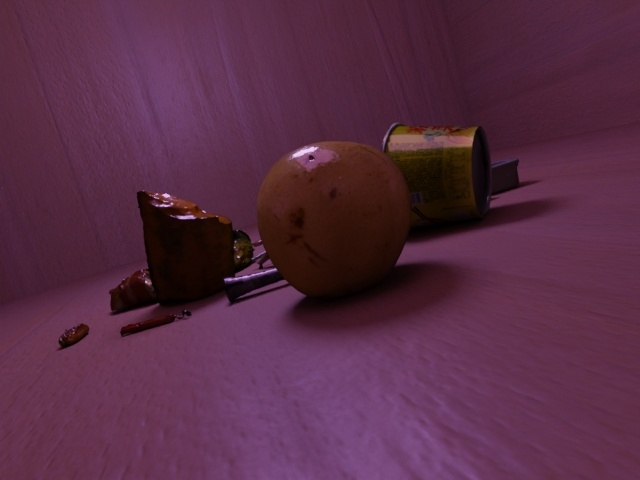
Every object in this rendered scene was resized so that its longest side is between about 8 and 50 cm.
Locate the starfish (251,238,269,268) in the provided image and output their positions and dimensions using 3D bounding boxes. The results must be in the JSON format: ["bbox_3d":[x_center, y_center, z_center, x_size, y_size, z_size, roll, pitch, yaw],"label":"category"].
[{"bbox_3d":[-0.003,-0.011,1.405,0.383,0.132,0.398,-22,5,-8],"label":"starfish"}]

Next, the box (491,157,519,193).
[{"bbox_3d":[0.566,-0.205,1.631,0.172,0.093,0.124,-18,8,-4],"label":"box"}]

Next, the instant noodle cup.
[{"bbox_3d":[0.315,-0.169,1.292,0.221,0.312,0.311,0,16,30],"label":"instant noodle cup"}]

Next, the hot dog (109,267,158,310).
[{"bbox_3d":[-0.541,0.139,1.485,0.213,0.103,0.146,-17,9,6],"label":"hot dog"}]

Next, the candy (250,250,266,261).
[{"bbox_3d":[-0.086,-0.004,1.554,0.305,0.083,0.091,-31,50,-23],"label":"candy"}]

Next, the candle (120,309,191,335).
[{"bbox_3d":[-0.374,0.184,1.122,0.167,0.021,0.026,-16,9,4],"label":"candle"}]

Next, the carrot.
[{"bbox_3d":[-0.359,0.009,1.347,0.241,0.341,0.241,-2,18,1],"label":"carrot"}]

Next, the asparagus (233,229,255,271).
[{"bbox_3d":[-0.293,0.034,1.706,0.128,0.108,0.382,-17,10,-10],"label":"asparagus"}]

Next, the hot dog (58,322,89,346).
[{"bbox_3d":[-0.618,0.233,1.235,0.049,0.037,0.122,-14,9,-5],"label":"hot dog"}]

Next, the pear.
[{"bbox_3d":[0.029,-0.045,0.949,0.309,0.309,0.309,-16,8,2],"label":"pear"}]

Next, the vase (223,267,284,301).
[{"bbox_3d":[-0.139,0.091,1.149,0.166,0.059,0.059,-17,8,-5],"label":"vase"}]
